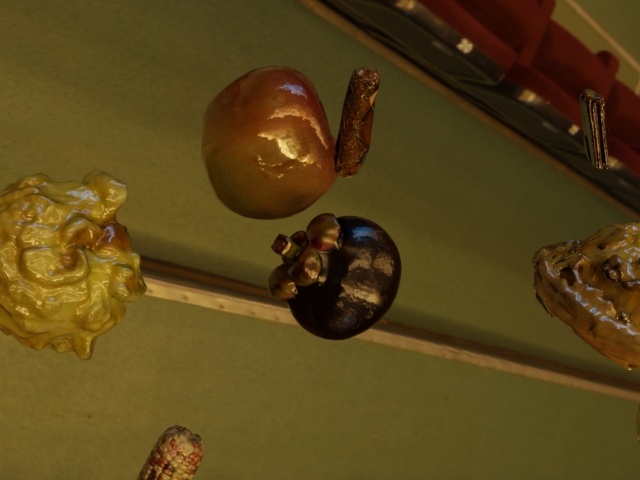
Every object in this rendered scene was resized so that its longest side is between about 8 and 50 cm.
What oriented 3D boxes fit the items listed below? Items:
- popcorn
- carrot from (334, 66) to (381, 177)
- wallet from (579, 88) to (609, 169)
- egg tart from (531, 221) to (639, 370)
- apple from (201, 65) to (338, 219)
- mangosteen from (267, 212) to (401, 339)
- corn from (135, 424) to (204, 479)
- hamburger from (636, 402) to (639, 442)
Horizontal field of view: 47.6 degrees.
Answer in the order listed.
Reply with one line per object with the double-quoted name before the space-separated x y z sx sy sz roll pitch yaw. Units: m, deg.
"popcorn" -0.321 0.027 0.914 0.217 0.181 0.235 -36 91 -25
"carrot" 0.069 -0.226 1.404 0.069 0.069 0.228 -22 138 -36
"wallet" 0.479 -0.198 1.267 0.230 0.042 0.124 -43 123 -70
"egg tart" 0.368 0.042 0.774 0.291 0.291 0.106 -13 122 -38
"apple" -0.123 -0.218 1.660 0.305 0.338 0.338 -22 120 8
"mangosteen" 0.021 0.065 1.541 0.302 0.275 0.274 31 79 -32
"corn" -0.276 0.426 1.192 0.086 0.086 0.253 32 85 -40
"hamburger" 0.775 0.376 1.443 0.294 0.276 0.179 -57 155 -18
